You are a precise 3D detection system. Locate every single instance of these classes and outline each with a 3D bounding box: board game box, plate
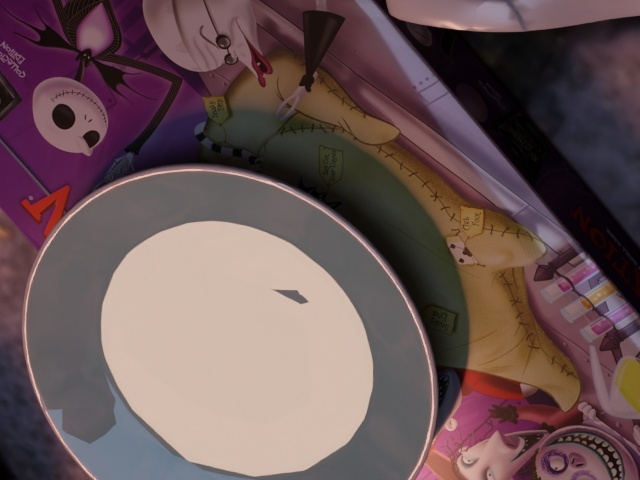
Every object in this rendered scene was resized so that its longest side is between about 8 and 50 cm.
[{"bbox_3d":[0.000,0.000,0.857,0.208,0.056,0.347,-36,99,34],"label":"board game box"},{"bbox_3d":[-0.038,0.050,0.855,0.188,0.024,0.188,8,118,15],"label":"plate"}]

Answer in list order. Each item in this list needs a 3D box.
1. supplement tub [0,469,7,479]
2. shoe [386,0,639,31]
[{"bbox_3d":[-0.253,0.163,0.987,0.198,0.106,0.106,-19,107,25],"label":"supplement tub"},{"bbox_3d":[0.109,-0.128,0.750,0.178,0.063,0.081,-2,112,14],"label":"shoe"}]
